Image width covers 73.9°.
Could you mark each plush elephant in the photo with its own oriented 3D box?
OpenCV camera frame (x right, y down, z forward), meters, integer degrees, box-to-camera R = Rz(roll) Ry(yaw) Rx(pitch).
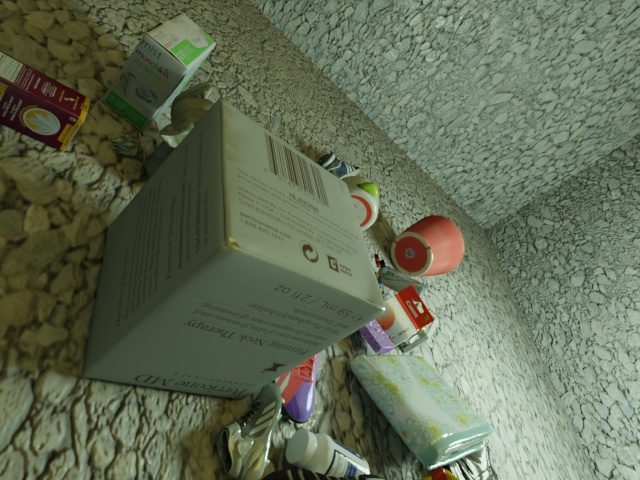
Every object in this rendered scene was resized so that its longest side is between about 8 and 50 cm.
[{"bbox_3d":[-0.297,-0.235,1.043,0.330,0.255,0.271,31,35,-34],"label":"plush elephant"}]

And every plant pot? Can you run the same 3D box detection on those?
[{"bbox_3d":[0.448,0.038,1.849,0.243,0.275,0.274,-14,68,-48],"label":"plant pot"}]

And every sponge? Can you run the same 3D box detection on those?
[{"bbox_3d":[0.140,0.253,1.310,0.210,0.031,0.117,53,17,29],"label":"sponge"}]

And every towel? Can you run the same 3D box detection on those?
[{"bbox_3d":[0.286,0.457,1.194,0.375,0.090,0.320,18,19,-47],"label":"towel"}]

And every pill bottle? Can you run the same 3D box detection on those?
[{"bbox_3d":[0.013,0.459,0.878,0.169,0.094,0.094,41,30,-20],"label":"pill bottle"}]

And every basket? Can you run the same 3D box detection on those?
[{"bbox_3d":[0.332,0.302,1.510,0.103,0.113,0.167,52,27,8],"label":"basket"}]

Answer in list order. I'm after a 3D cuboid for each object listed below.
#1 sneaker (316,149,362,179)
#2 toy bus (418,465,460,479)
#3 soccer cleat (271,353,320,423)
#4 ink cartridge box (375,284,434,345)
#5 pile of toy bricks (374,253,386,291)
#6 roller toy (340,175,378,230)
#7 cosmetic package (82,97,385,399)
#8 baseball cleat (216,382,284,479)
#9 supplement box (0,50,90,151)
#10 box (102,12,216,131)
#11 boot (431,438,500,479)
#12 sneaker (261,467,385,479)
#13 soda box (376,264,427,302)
[{"bbox_3d":[0.081,-0.320,1.862,0.153,0.099,0.282,53,31,-2],"label":"sneaker"},{"bbox_3d":[0.249,0.630,1.016,0.202,0.191,0.104,41,-13,-21],"label":"toy bus"},{"bbox_3d":[-0.043,0.259,1.000,0.109,0.116,0.318,34,33,-31],"label":"soccer cleat"},{"bbox_3d":[0.267,0.251,1.409,0.145,0.179,0.045,59,1,12],"label":"ink cartridge box"},{"bbox_3d":[0.181,0.145,1.495,0.212,0.118,0.105,-93,170,-59],"label":"pile of toy bricks"},{"bbox_3d":[0.123,-0.142,1.627,0.146,0.210,0.191,-76,158,-55],"label":"roller toy"},{"bbox_3d":[-0.161,0.046,0.779,0.329,0.394,0.327,26,37,-39],"label":"cosmetic package"},{"bbox_3d":[-0.132,0.350,0.814,0.109,0.072,0.205,40,30,-23],"label":"baseball cleat"},{"bbox_3d":[-0.577,-0.274,0.839,0.188,0.104,0.080,26,38,-39],"label":"supplement box"},{"bbox_3d":[-0.424,-0.458,1.139,0.127,0.231,0.262,39,30,-22],"label":"box"},{"bbox_3d":[0.404,0.629,1.249,0.223,0.118,0.338,18,38,-37],"label":"boot"},{"bbox_3d":[0.005,0.523,0.777,0.282,0.162,0.106,16,3,-20],"label":"sneaker"},{"bbox_3d":[0.299,0.159,1.582,0.183,0.062,0.058,26,17,26],"label":"soda box"}]
